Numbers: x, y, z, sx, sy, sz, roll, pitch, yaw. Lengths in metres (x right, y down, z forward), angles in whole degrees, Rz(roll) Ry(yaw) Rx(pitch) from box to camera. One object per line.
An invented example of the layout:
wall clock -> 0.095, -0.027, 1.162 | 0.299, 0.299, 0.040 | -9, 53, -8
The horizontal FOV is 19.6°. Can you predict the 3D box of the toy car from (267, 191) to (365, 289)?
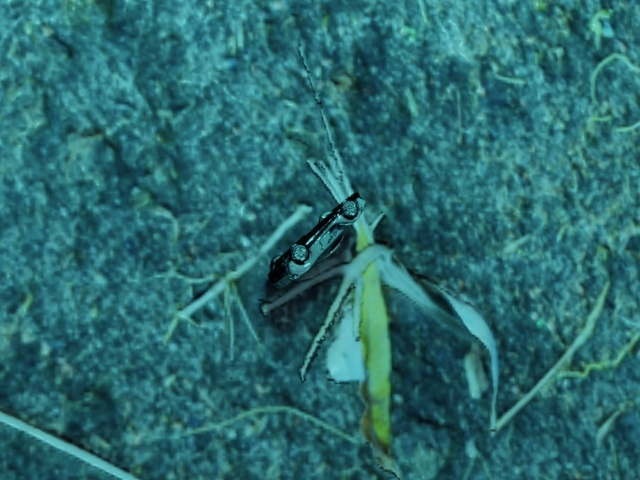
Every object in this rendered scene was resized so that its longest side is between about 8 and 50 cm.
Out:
toy car -> 0.000, 0.000, 1.324 | 0.093, 0.041, 0.025 | -42, 96, -22
